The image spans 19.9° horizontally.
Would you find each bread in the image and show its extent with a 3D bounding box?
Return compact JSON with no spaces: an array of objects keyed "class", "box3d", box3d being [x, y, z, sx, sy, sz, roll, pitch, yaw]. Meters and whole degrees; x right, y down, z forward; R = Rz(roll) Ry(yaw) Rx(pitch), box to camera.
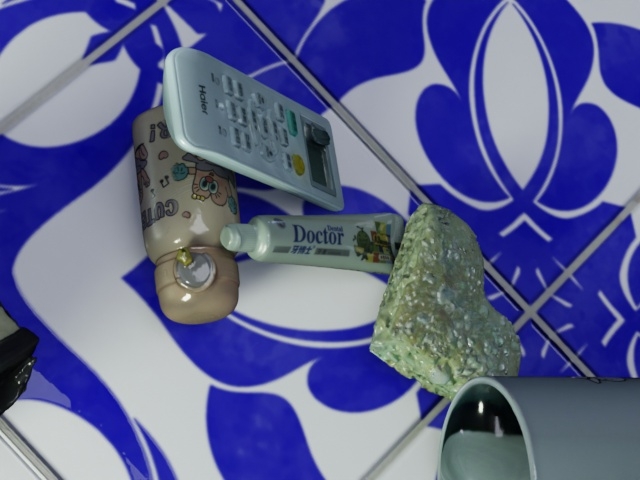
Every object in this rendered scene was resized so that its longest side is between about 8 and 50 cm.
[{"class":"bread","box3d":[0.120,0.073,1.830,0.172,0.064,0.232,-13,81,-35]}]

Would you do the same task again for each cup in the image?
[{"class":"cup","box3d":[0.290,0.233,1.777,0.312,0.205,0.205,1,71,-22]}]

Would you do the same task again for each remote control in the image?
[{"class":"remote control","box3d":[-0.064,-0.101,1.767,0.293,0.051,0.103,20,57,-57]}]

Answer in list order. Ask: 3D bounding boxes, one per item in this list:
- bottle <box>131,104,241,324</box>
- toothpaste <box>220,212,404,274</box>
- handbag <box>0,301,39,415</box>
[{"class":"bottle","box3d":[-0.126,-0.025,1.763,0.097,0.110,0.209,-7,72,-2]},{"class":"toothpaste","box3d":[0.000,0.000,1.800,0.255,0.037,0.067,3,73,-45]},{"class":"handbag","box3d":[-0.366,0.110,1.543,0.181,0.254,0.181,50,44,5]}]
